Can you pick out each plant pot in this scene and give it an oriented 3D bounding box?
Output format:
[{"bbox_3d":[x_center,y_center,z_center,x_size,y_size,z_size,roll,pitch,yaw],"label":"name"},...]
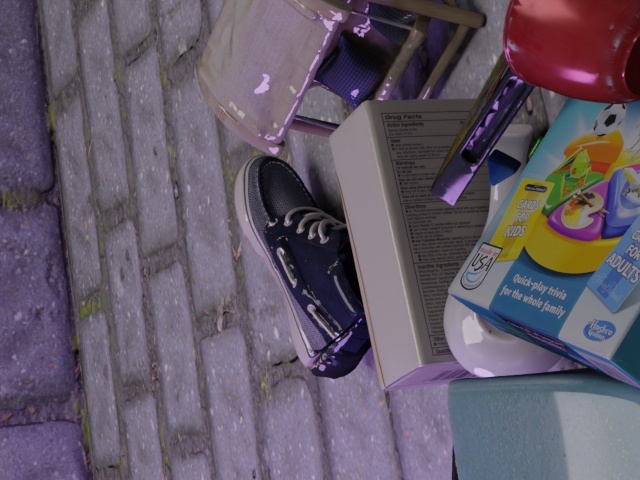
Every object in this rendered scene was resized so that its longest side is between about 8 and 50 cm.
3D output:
[{"bbox_3d":[0.298,0.223,1.433,0.252,0.247,0.248,-17,77,52],"label":"plant pot"}]

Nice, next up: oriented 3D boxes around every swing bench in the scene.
[{"bbox_3d":[0.013,-0.236,1.927,0.253,0.254,0.165,118,140,-48],"label":"swing bench"}]

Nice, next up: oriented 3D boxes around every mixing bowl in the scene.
[{"bbox_3d":[0.252,-0.182,1.346,0.098,0.181,0.181,44,133,37],"label":"mixing bowl"}]

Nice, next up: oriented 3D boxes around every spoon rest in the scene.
[{"bbox_3d":[0.203,0.017,1.746,0.084,0.137,0.276,62,-150,-75],"label":"spoon rest"}]

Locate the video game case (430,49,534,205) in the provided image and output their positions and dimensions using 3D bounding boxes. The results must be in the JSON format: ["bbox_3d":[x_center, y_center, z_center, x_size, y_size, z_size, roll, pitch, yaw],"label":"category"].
[{"bbox_3d":[0.211,-0.197,1.581,0.275,0.035,0.248,-60,1,-41],"label":"video game case"}]

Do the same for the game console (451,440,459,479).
[{"bbox_3d":[0.189,0.341,1.883,0.213,0.044,0.361,17,109,61],"label":"game console"}]

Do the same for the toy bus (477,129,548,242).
[{"bbox_3d":[0.260,-0.015,1.611,0.104,0.202,0.191,-46,-29,-61],"label":"toy bus"}]

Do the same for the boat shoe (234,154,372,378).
[{"bbox_3d":[0.000,0.000,2.163,0.158,0.127,0.340,-50,57,47],"label":"boat shoe"}]

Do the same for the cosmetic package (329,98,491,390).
[{"bbox_3d":[0.126,0.002,1.834,0.113,0.160,0.309,138,125,-59],"label":"cosmetic package"}]

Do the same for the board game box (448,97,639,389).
[{"bbox_3d":[0.283,-0.053,1.393,0.336,0.079,0.254,-58,28,-5],"label":"board game box"}]
